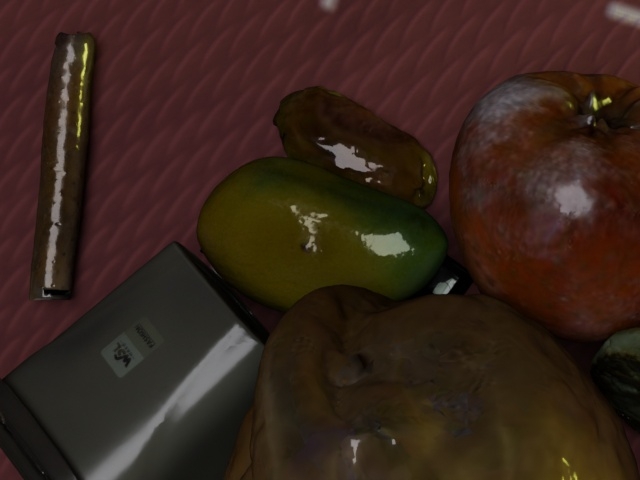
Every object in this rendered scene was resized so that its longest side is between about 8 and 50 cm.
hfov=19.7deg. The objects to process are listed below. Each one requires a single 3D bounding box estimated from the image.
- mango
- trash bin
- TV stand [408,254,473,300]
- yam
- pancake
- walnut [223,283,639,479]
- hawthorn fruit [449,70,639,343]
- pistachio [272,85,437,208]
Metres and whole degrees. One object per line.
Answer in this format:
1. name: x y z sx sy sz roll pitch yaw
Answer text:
1. mango: -0.003 0.006 1.660 0.237 0.091 0.137 23 105 25
2. trash bin: -0.153 0.154 1.648 0.250 0.219 0.220 -42 63 0
3. TV stand: 0.050 0.124 1.682 0.040 0.049 0.256 36 94 13
4. yam: -0.248 -0.071 1.773 0.046 0.046 0.264 4 86 14
5. pancake: 0.331 0.147 1.509 0.253 0.253 0.037 31 72 14
6. walnut: 0.074 0.219 1.472 0.384 0.383 0.383 -1 85 14
7. hawthorn fruit: 0.234 -0.024 1.564 0.235 0.263 0.231 10 55 44
8. pistachio: 0.026 -0.080 1.704 0.173 0.049 0.089 31 95 15
